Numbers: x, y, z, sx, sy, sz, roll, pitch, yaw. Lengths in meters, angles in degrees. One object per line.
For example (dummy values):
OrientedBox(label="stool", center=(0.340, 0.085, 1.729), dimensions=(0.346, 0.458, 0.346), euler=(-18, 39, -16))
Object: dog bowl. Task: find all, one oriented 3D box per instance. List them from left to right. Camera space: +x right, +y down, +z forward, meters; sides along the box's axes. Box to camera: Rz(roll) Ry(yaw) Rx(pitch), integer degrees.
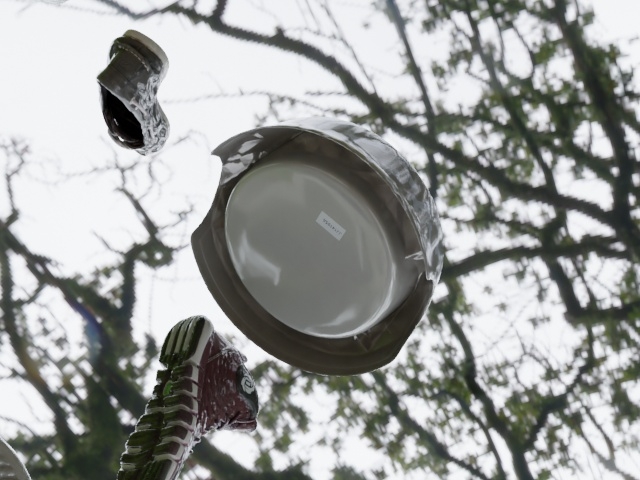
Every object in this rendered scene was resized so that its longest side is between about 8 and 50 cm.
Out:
OrientedBox(label="dog bowl", center=(0.000, 0.000, 1.412), dimensions=(0.349, 0.348, 0.102), euler=(5, -152, 30))

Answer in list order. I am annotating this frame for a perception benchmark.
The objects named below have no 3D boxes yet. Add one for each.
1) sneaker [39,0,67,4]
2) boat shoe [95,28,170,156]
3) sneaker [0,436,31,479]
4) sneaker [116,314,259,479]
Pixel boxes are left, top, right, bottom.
OrientedBox(label="sneaker", center=(-0.266, -0.309, 0.980), dimensions=(0.085, 0.237, 0.086), euler=(-35, -133, -22))
OrientedBox(label="boat shoe", center=(-0.289, -0.195, 1.633), dimensions=(0.112, 0.335, 0.095), euler=(36, -111, 4))
OrientedBox(label="sneaker", center=(-0.386, 0.223, 1.117), dimensions=(0.126, 0.127, 0.321), euler=(-32, -95, -25))
OrientedBox(label="sneaker", center=(-0.153, 0.251, 1.454), dimensions=(0.106, 0.162, 0.281), euler=(-11, -128, 43))
